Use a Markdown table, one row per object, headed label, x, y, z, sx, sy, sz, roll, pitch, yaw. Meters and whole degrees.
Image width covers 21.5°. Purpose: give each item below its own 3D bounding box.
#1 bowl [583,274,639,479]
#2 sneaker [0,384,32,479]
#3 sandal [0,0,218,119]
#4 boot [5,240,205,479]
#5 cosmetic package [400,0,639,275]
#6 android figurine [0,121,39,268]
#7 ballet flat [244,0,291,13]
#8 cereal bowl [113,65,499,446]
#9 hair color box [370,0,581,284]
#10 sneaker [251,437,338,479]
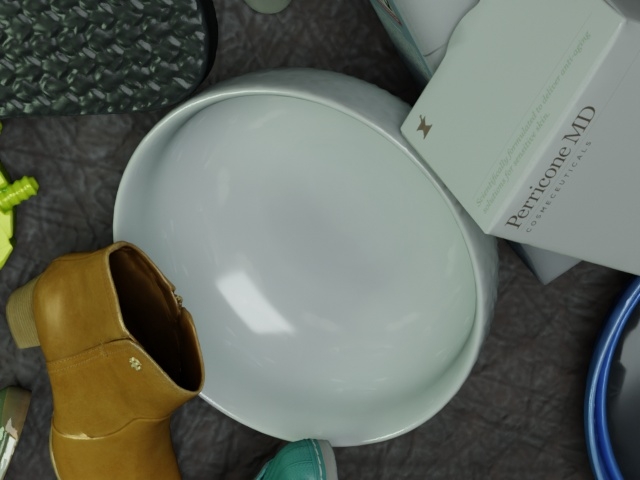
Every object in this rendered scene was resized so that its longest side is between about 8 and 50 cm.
| label | x | y | z | sx | sy | sz | roll | pitch | yaw |
| --- | --- | --- | --- | --- | --- | --- | --- | --- | --- |
| bowl | 0.433 | 0.151 | 1.579 | 0.391 | 0.077 | 0.391 | -1 | 97 | -6 |
| sneaker | -0.331 | 0.211 | 1.518 | 0.086 | 0.064 | 0.192 | 21 | 98 | -13 |
| sandal | -0.302 | -0.173 | 1.412 | 0.445 | 0.107 | 0.167 | 4 | 111 | 7 |
| boot | -0.156 | 0.146 | 1.446 | 0.104 | 0.211 | 0.295 | -33 | 101 | -35 |
| cosmetic package | 0.273 | -0.084 | 1.325 | 0.365 | 0.155 | 0.197 | 12 | 119 | -36 |
| android figurine | -0.383 | -0.012 | 1.490 | 0.273 | 0.056 | 0.248 | -28 | 99 | 1 |
| ballet flat | -0.038 | -0.305 | 1.476 | 0.072 | 0.068 | 0.213 | 7 | 97 | -6 |
| cereal bowl | 0.000 | 0.000 | 1.452 | 0.339 | 0.141 | 0.339 | 11 | 121 | 18 |
| hair color box | 0.178 | -0.152 | 1.405 | 0.185 | 0.113 | 0.374 | -34 | 133 | -1 |
| sneaker | -0.081 | 0.291 | 1.480 | 0.121 | 0.108 | 0.302 | 12 | 122 | -23 |
